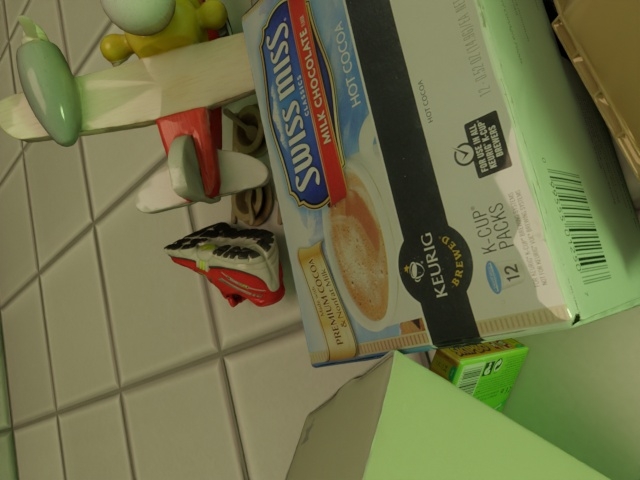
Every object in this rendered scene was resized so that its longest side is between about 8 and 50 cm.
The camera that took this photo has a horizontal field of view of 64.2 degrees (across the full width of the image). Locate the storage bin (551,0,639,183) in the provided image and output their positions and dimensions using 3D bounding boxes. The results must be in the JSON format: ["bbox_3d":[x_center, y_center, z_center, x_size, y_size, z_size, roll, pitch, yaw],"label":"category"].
[{"bbox_3d":[0.303,-0.145,0.289,0.262,0.123,0.260,128,127,-61],"label":"storage bin"}]

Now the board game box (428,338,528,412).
[{"bbox_3d":[0.124,0.222,0.522,0.039,0.124,0.259,28,109,46],"label":"board game box"}]

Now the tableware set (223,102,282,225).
[{"bbox_3d":[-0.114,-0.120,0.801,0.128,0.039,0.194,2,92,43],"label":"tableware set"}]

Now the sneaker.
[{"bbox_3d":[-0.155,0.046,0.803,0.279,0.107,0.118,12,124,51],"label":"sneaker"}]

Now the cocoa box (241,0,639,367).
[{"bbox_3d":[0.107,-0.085,0.463,0.228,0.231,0.347,-22,76,42],"label":"cocoa box"}]

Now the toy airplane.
[{"bbox_3d":[-0.202,-0.230,0.680,0.384,0.272,0.386,32,77,19],"label":"toy airplane"}]

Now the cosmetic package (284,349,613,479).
[{"bbox_3d":[0.125,0.230,0.380,0.296,0.129,0.153,31,136,-5],"label":"cosmetic package"}]
